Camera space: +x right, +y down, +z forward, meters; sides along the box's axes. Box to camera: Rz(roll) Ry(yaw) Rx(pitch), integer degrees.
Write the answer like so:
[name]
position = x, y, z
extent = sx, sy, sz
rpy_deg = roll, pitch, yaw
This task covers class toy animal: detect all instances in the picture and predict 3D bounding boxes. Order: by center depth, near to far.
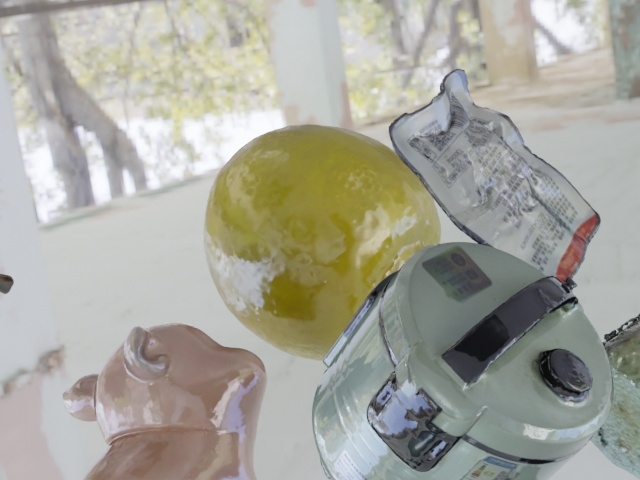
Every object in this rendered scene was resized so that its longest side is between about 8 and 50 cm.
[toy animal]
position = -0.184, 0.252, 1.359
extent = 0.237, 0.269, 0.326
rpy_deg = -36, -169, 51

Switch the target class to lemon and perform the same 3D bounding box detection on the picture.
[lemon]
position = 0.000, 0.000, 1.594
extent = 0.348, 0.348, 0.348
rpy_deg = -8, -169, 2

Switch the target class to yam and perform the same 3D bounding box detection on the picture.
[yam]
position = 0.432, 0.149, 1.324
extent = 0.271, 0.201, 0.202
rpy_deg = -38, -113, -26

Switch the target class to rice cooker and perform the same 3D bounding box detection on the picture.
[rice cooker]
position = 0.119, 0.126, 0.993
extent = 0.226, 0.226, 0.244
rpy_deg = -20, 155, -44

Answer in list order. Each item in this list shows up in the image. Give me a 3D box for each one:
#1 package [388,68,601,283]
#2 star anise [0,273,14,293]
[package]
position = 0.169, -0.055, 1.111
extent = 0.040, 0.232, 0.166
rpy_deg = -38, -170, 46
[star anise]
position = -0.514, 0.102, 1.356
extent = 0.350, 0.109, 0.292
rpy_deg = -22, -169, -24
